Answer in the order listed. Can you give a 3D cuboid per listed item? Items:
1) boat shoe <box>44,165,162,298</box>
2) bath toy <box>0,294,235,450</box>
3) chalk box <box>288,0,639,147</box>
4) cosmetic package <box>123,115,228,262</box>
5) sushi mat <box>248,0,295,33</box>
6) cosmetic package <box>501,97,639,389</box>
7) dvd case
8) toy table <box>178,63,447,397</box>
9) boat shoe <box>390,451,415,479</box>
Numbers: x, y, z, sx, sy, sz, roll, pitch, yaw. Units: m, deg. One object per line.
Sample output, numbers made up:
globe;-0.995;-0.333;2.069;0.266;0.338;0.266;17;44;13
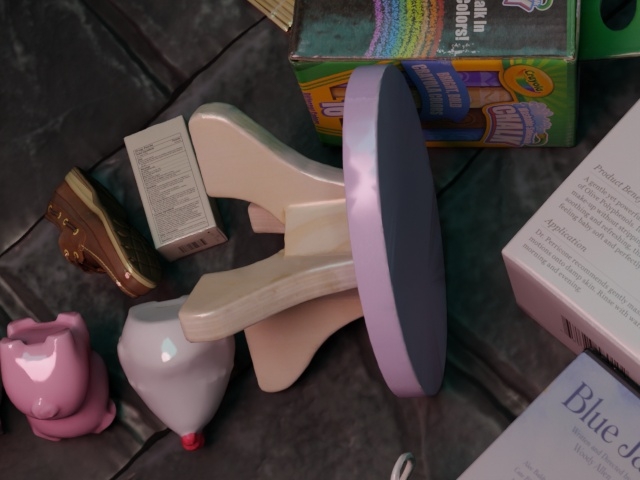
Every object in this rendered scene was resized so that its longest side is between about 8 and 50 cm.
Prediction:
boat shoe;-0.190;0.003;1.377;0.060;0.064;0.178;-47;41;4
bath toy;-0.237;0.127;1.330;0.348;0.151;0.129;-8;104;7
chalk box;0.134;-0.188;1.318;0.289;0.179;0.180;2;71;8
cosmetic package;-0.128;-0.046;1.407;0.060;0.041;0.115;-20;68;6
sushi mat;-0.088;-0.336;1.511;0.316;0.019;0.151;42;84;22
cosmetic package;0.335;-0.045;1.235;0.365;0.155;0.197;-45;68;-6
dvd case;0.177;0.219;1.139;0.180;0.022;0.253;41;72;20
toy table;0.000;0.000;1.265;0.161;0.252;0.274;-4;104;18
boat shoe;0.083;0.241;1.207;0.367;0.136;0.156;-22;68;2
